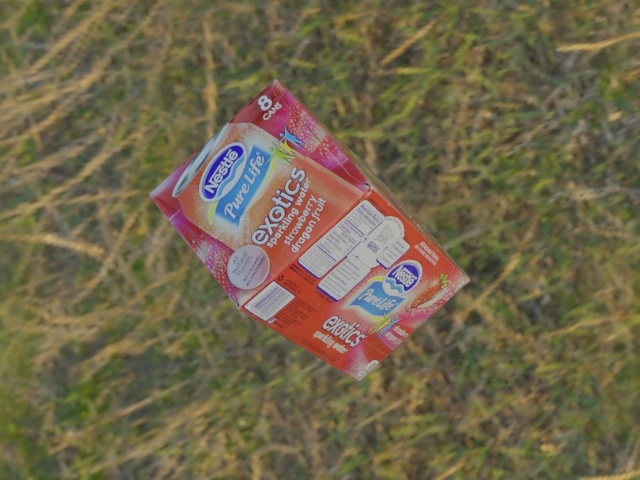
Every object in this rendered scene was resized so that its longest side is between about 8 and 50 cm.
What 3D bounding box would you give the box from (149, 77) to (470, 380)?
[{"bbox_3d":[0.000,0.000,1.194,0.128,0.257,0.122,-42,64,5],"label":"box"}]
